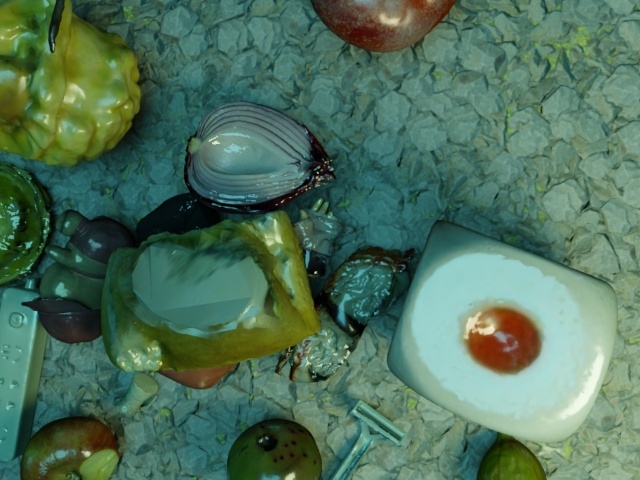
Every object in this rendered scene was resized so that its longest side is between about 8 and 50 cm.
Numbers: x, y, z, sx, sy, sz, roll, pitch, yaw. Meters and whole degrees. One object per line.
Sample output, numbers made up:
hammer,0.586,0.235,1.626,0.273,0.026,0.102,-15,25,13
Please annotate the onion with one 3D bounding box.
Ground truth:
onion,-0.105,-0.132,1.262,0.284,0.120,0.227,14,70,10

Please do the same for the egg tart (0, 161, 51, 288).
egg tart,-0.688,-0.031,1.394,0.279,0.095,0.278,0,92,12

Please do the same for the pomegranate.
pomegranate,-0.091,0.442,1.270,0.180,0.179,0.210,13,106,9

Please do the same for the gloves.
gloves,-0.009,0.001,1.275,0.110,0.094,0.144,31,77,-1

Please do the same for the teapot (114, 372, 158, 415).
teapot,-0.371,0.317,1.374,0.067,0.057,0.083,35,105,-22

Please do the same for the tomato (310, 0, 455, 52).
tomato,0.103,-0.465,1.171,0.271,0.227,0.270,-1,104,-6

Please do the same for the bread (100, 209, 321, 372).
bread,-0.215,0.092,1.114,0.396,0.264,0.239,-13,84,3

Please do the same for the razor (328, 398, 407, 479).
razor,0.047,0.443,1.307,0.111,0.056,0.277,34,104,9

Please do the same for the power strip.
power strip,-0.633,0.264,1.411,0.091,0.062,0.384,12,95,6

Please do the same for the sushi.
sushi,0.047,0.133,1.255,0.130,0.124,0.332,35,99,-3

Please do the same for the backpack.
backpack,-0.272,-0.029,1.316,0.165,0.106,0.119,-12,112,26

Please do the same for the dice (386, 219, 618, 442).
dice,0.289,0.138,1.119,0.304,0.304,0.276,19,96,9

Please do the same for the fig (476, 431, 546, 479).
fig,0.328,0.379,1.238,0.124,0.124,0.236,-18,65,10

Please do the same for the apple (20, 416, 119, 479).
apple,-0.500,0.432,1.337,0.160,0.173,0.195,36,94,5

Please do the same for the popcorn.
popcorn,-0.493,-0.321,1.220,0.349,0.349,0.381,32,134,7

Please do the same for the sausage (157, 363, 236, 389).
sausage,-0.279,0.192,1.304,0.255,0.148,0.148,27,96,2

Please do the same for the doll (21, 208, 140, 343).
doll,-0.463,0.073,1.311,0.152,0.196,0.255,23,94,45
